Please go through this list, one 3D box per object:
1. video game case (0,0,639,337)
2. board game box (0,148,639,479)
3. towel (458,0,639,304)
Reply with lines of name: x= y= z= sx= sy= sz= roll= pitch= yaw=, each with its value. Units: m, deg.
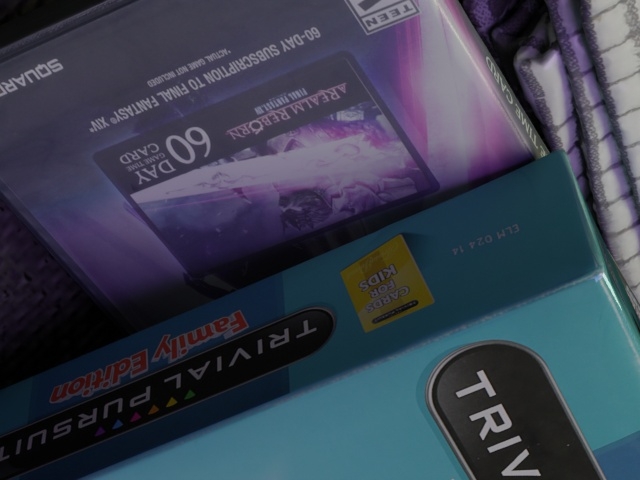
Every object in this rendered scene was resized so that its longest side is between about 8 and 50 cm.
video game case: x=0.000 y=0.000 z=0.624 sx=0.196 sy=0.026 sz=0.274 roll=-20 pitch=127 yaw=24
board game box: x=-0.007 y=0.142 z=0.640 sx=0.336 sy=0.079 sz=0.254 roll=-23 pitch=124 yaw=12
towel: x=0.182 y=-0.092 z=0.670 sx=0.235 sy=0.121 sz=0.284 roll=-35 pitch=134 yaw=-7
